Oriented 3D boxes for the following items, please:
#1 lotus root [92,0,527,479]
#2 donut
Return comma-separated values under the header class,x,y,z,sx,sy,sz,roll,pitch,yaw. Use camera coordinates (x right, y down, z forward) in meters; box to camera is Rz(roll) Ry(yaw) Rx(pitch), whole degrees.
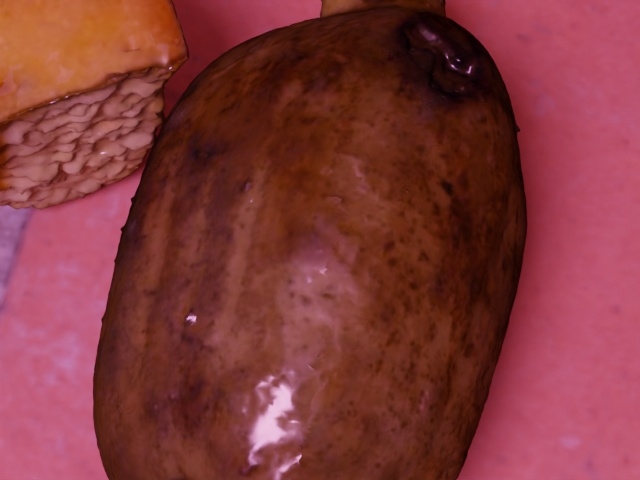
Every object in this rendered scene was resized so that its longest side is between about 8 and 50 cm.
class,x,y,z,sx,sy,sz,roll,pitch,yaw
lotus root,0.000,0.000,0.454,0.145,0.128,0.260,4,64,24
donut,-0.205,-0.059,0.499,0.295,0.112,0.151,-18,63,-5
